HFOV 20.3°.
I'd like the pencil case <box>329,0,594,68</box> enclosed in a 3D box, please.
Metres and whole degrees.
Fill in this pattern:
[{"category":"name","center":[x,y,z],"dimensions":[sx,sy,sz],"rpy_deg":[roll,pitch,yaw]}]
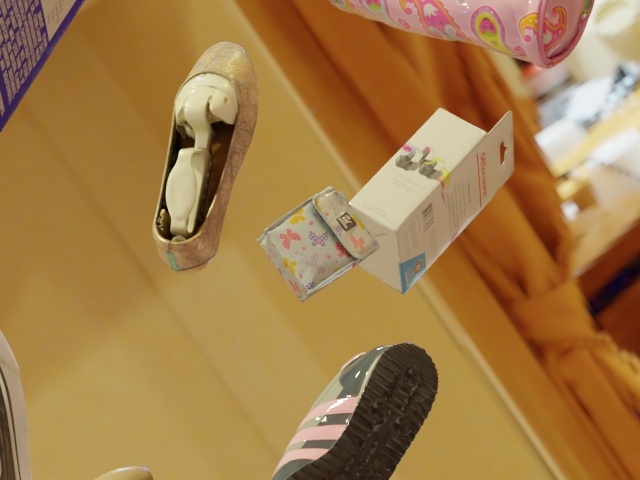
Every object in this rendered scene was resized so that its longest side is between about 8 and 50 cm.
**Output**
[{"category":"pencil case","center":[0.137,-0.265,1.840],"dimensions":[0.284,0.124,0.124],"rpy_deg":[21,45,32]}]

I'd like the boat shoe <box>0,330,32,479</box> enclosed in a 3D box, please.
[{"category":"boat shoe","center":[-0.296,0.171,1.410],"dimensions":[0.108,0.301,0.102],"rpy_deg":[-17,-13,17]}]

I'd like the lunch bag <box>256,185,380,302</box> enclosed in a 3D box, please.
[{"category":"lunch bag","center":[0.000,0.000,1.523],"dimensions":[0.083,0.071,0.053],"rpy_deg":[-33,-5,-20]}]

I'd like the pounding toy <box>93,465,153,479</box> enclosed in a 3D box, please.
[{"category":"pounding toy","center":[-0.097,0.306,1.604],"dimensions":[0.154,0.269,0.155],"rpy_deg":[-26,10,-20]}]

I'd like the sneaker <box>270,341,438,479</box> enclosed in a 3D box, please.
[{"category":"sneaker","center":[0.006,0.250,1.967],"dimensions":[0.319,0.112,0.131],"rpy_deg":[-49,16,-22]}]

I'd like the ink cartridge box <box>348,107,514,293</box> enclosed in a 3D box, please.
[{"category":"ink cartridge box","center":[0.109,-0.050,1.714],"dimensions":[0.181,0.062,0.104],"rpy_deg":[-46,-29,-24]}]

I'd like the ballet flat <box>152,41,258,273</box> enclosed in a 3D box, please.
[{"category":"ballet flat","center":[-0.147,-0.117,2.245],"dimensions":[0.108,0.316,0.106],"rpy_deg":[3,-16,16]}]

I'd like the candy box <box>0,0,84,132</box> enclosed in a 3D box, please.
[{"category":"candy box","center":[-0.259,-0.207,1.022],"dimensions":[0.122,0.268,0.317],"rpy_deg":[87,-158,-51]}]
